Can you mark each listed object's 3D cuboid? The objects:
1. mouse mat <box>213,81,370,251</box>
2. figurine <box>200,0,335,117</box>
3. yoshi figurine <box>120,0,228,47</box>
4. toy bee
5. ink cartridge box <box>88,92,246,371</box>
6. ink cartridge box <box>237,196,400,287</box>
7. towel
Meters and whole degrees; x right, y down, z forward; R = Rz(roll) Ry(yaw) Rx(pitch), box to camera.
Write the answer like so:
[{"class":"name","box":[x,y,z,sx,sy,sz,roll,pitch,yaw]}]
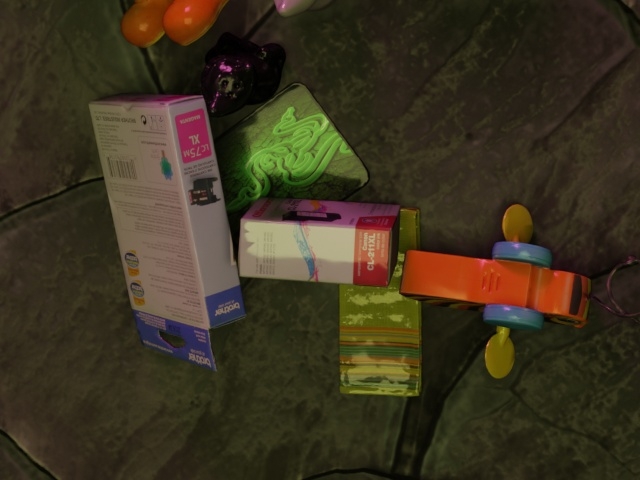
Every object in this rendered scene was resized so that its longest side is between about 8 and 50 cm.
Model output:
[{"class":"mouse mat","box":[-0.055,-0.080,1.809,0.190,0.007,0.152,-36,100,11]},{"class":"figurine","box":[-0.055,-0.235,1.662,0.092,0.209,0.215,34,104,-6]},{"class":"yoshi figurine","box":[-0.272,-0.344,1.604,0.204,0.203,0.362,-33,119,17]},{"class":"toy bee","box":[0.250,0.074,1.767,0.298,0.162,0.195,29,89,27]},{"class":"ink cartridge box","box":[-0.174,-0.015,1.748,0.065,0.186,0.311,-17,105,-34]},{"class":"ink cartridge box","box":[0.000,0.000,1.750,0.175,0.127,0.072,4,105,7]},{"class":"towel","box":[0.072,0.077,1.835,0.102,0.021,0.237,-1,104,3]}]
